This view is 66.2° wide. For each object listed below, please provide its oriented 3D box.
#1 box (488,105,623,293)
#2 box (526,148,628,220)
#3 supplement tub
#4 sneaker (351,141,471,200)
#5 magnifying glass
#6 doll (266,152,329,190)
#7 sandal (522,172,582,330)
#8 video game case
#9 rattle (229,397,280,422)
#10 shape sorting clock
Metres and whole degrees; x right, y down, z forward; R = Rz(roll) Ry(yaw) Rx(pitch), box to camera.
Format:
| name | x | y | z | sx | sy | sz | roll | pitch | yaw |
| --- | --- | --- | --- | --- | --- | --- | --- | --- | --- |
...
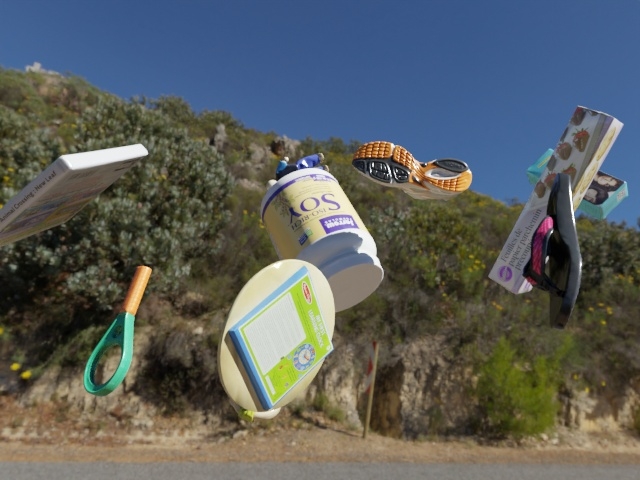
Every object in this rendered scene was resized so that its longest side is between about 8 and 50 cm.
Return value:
| name | x | y | z | sx | sy | sz | roll | pitch | yaw |
| --- | --- | --- | --- | --- | --- | --- | --- | --- | --- |
| box | 0.396 | -0.061 | 0.839 | 0.067 | 0.324 | 0.063 | 1 | 27 | -45 |
| box | 0.700 | -0.159 | 1.354 | 0.060 | 0.100 | 0.244 | 48 | -2 | -43 |
| supplement tub | 0.000 | 0.000 | 1.296 | 0.240 | 0.332 | 0.241 | -20 | -34 | -14 |
| sneaker | 0.195 | -0.138 | 1.108 | 0.262 | 0.100 | 0.121 | 16 | -17 | 5 |
| magnifying glass | -0.342 | 0.151 | 0.847 | 0.092 | 0.231 | 0.026 | -9 | -33 | 31 |
| doll | -0.068 | -0.182 | 1.406 | 0.188 | 0.129 | 0.046 | -25 | 8 | -20 |
| sandal | 0.212 | 0.007 | 0.460 | 0.040 | 0.179 | 0.067 | 9 | -39 | 12 |
| video game case | -0.360 | -0.064 | 0.688 | 0.193 | 0.023 | 0.212 | -35 | 10 | 13 |
| rattle | -0.128 | 0.358 | 1.246 | 0.199 | 0.143 | 0.130 | -14 | 19 | -37 |
| shape sorting clock | -0.053 | 0.126 | 0.656 | 0.040 | 0.207 | 0.206 | 16 | -3 | 44 |
